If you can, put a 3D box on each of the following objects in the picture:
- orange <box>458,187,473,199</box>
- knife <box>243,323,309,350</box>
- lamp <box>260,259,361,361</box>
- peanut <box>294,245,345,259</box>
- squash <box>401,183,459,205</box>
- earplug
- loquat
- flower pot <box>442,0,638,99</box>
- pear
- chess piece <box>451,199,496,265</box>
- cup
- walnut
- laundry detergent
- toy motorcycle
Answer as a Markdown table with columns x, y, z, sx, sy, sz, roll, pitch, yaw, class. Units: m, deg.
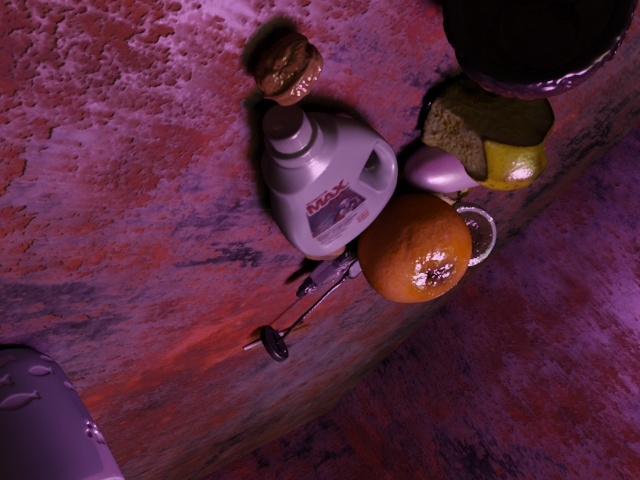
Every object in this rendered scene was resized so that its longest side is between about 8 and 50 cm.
| x | y | z | sx | sy | sz | roll | pitch | yaw | class |
| --- | --- | --- | --- | --- | --- | --- | --- | --- | --- |
| 0.374 | -0.155 | 1.560 | 0.095 | 0.085 | 0.085 | -48 | 160 | -5 | orange |
| -0.131 | 0.291 | 1.733 | 0.256 | 0.022 | 0.046 | -14 | 157 | -39 | knife |
| -0.035 | 0.170 | 1.625 | 0.371 | 0.108 | 0.130 | -54 | 146 | 0 | lamp |
| 0.000 | 0.000 | 1.267 | 0.093 | 0.083 | 0.194 | -30 | 163 | 18 | peanut |
| 0.257 | -0.089 | 1.458 | 0.123 | 0.123 | 0.187 | -9 | 146 | -53 | squash |
| 0.322 | -0.183 | 1.333 | 0.301 | 0.172 | 0.172 | -19 | 152 | -29 | earplug |
| 0.215 | 0.019 | 1.315 | 0.263 | 0.263 | 0.263 | -33 | 158 | -15 | loquat |
| 0.342 | -0.348 | 0.909 | 0.266 | 0.266 | 0.267 | -45 | 170 | 17 | flower pot |
| 0.373 | -0.229 | 1.181 | 0.238 | 0.255 | 0.164 | -35 | 158 | -24 | pear |
| 0.358 | -0.043 | 1.596 | 0.176 | 0.176 | 0.298 | -40 | -165 | 2 | chess piece |
| -0.514 | 0.333 | 0.850 | 0.259 | 0.274 | 0.356 | -46 | 157 | 18 | cup |
| -0.043 | -0.224 | 0.754 | 0.096 | 0.082 | 0.079 | -44 | 130 | 15 | walnut |
| 0.008 | -0.122 | 0.988 | 0.264 | 0.125 | 0.398 | -37 | 157 | 0 | laundry detergent |
| 0.032 | 0.060 | 1.446 | 0.225 | 0.073 | 0.152 | -45 | 174 | 28 | toy motorcycle |
